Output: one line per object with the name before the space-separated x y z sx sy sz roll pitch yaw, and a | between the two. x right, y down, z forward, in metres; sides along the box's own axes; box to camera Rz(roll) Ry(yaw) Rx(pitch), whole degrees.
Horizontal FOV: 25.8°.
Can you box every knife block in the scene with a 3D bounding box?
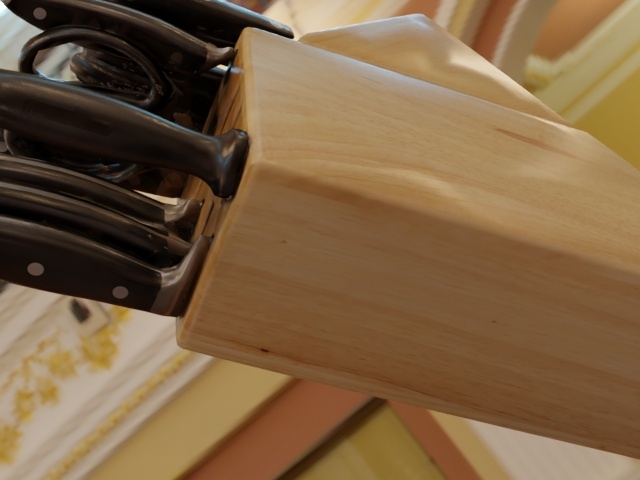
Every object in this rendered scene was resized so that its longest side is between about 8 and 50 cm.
knife block | 0.000 0.000 0.510 0.242 0.276 0.088 -22 -35 -48
